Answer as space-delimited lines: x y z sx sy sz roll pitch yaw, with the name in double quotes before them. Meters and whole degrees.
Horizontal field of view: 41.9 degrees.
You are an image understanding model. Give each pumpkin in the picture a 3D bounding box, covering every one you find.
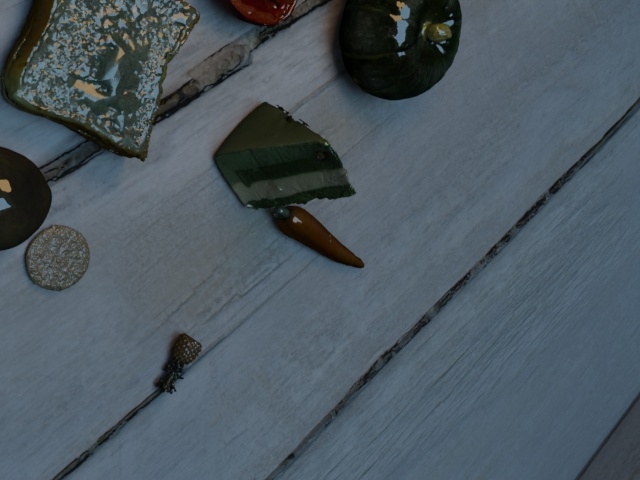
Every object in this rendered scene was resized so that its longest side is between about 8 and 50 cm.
"pumpkin" 0.179 -0.448 1.800 0.300 0.207 0.300 -22 122 -41

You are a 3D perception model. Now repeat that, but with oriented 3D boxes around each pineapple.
"pineapple" -0.285 0.245 1.644 0.058 0.058 0.124 41 77 -39

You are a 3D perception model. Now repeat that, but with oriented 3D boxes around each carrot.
"carrot" 0.000 0.000 1.845 0.336 0.069 0.069 36 75 -47

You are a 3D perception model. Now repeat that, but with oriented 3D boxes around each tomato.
"tomato" -0.131 -0.519 1.585 0.228 0.101 0.227 -21 121 -39

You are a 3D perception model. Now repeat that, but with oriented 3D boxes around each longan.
"longan" -0.514 -0.066 1.305 0.187 0.168 0.167 -18 112 -61

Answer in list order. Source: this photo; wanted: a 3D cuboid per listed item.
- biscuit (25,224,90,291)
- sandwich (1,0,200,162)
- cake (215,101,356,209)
"biscuit" -0.460 0.031 1.465 0.120 0.015 0.120 -10 105 -40
"sandwich" -0.369 -0.321 1.413 0.271 0.099 0.301 23 85 -42
"cake" -0.074 -0.132 1.609 0.172 0.284 0.158 -41 125 -8
